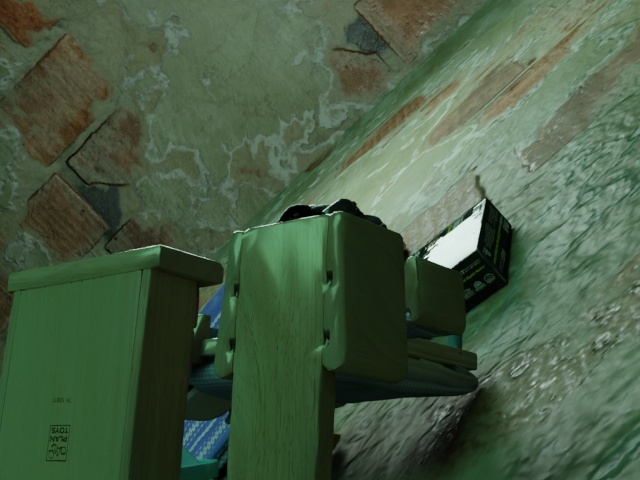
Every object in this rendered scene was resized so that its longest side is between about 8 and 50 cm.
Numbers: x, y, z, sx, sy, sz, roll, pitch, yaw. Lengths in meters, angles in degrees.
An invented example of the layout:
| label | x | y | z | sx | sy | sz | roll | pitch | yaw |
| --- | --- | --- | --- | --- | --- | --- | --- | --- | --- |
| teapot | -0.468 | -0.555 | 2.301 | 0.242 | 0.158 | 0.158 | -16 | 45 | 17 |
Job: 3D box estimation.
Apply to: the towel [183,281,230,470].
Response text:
| label | x | y | z | sx | sy | sz | roll | pitch | yaw |
| --- | --- | --- | --- | --- | --- | --- | --- | --- | --- |
| towel | -0.113 | 0.136 | 1.077 | 0.243 | 0.040 | 0.336 | -52 | 18 | 7 |

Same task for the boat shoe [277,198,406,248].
| label | x | y | z | sx | sy | sz | roll | pitch | yaw |
| --- | --- | --- | --- | --- | --- | --- | --- | --- | --- |
| boat shoe | -0.003 | 0.003 | 1.210 | 0.127 | 0.113 | 0.340 | -46 | 9 | -7 |

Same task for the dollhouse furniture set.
| label | x | y | z | sx | sy | sz | roll | pitch | yaw |
| --- | --- | --- | --- | --- | --- | --- | --- | --- | --- |
| dollhouse furniture set | -0.006 | 0.133 | 0.583 | 0.286 | 0.303 | 0.198 | -9 | 71 | 39 |

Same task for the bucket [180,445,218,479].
| label | x | y | z | sx | sy | sz | roll | pitch | yaw |
| --- | --- | --- | --- | --- | --- | --- | --- | --- | --- |
| bucket | -0.223 | 0.239 | 0.810 | 0.281 | 0.183 | 0.281 | -41 | 15 | 13 |

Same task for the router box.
| label | x | y | z | sx | sy | sz | roll | pitch | yaw |
| --- | --- | --- | --- | --- | --- | --- | --- | --- | --- |
| router box | 0.116 | 0.023 | 0.830 | 0.092 | 0.038 | 0.122 | -39 | 10 | 24 |
